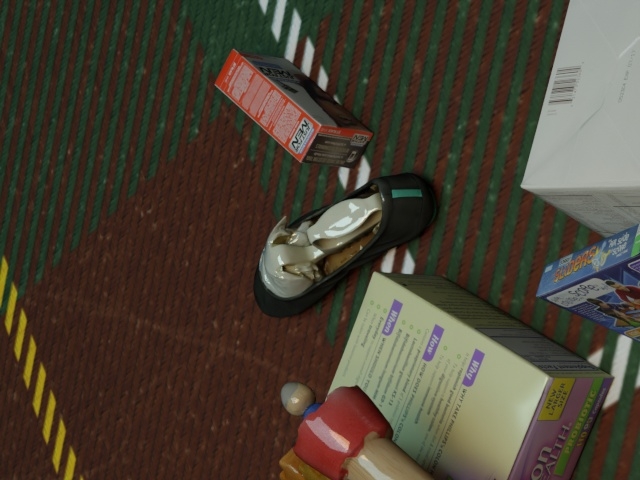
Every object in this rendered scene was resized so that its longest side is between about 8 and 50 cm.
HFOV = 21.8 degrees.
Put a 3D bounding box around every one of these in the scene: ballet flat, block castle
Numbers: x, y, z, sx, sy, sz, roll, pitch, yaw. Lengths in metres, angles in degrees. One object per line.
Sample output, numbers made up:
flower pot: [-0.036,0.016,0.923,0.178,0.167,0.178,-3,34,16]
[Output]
ballet flat: [0.000,0.000,1.828,0.280,0.096,0.095,-35,65,34]
block castle: [-0.039,0.354,1.593,0.213,0.303,0.453,41,151,26]

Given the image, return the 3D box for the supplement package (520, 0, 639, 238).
supplement package: [0.313,-0.097,1.452,0.149,0.203,0.194,1,69,49]

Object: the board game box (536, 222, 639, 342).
board game box: [0.298,0.043,1.486,0.201,0.136,0.035,-32,36,67]

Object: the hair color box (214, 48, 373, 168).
hair color box: [-0.031,-0.148,1.868,0.167,0.093,0.053,44,115,33]

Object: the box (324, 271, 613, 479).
box: [0.136,0.177,1.683,0.243,0.117,0.213,31,107,39]
